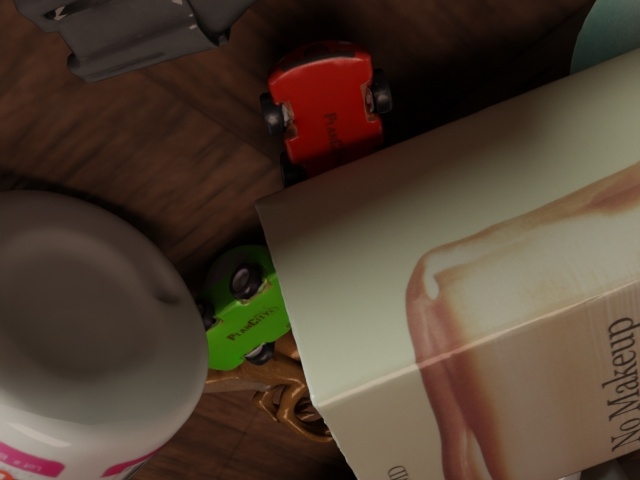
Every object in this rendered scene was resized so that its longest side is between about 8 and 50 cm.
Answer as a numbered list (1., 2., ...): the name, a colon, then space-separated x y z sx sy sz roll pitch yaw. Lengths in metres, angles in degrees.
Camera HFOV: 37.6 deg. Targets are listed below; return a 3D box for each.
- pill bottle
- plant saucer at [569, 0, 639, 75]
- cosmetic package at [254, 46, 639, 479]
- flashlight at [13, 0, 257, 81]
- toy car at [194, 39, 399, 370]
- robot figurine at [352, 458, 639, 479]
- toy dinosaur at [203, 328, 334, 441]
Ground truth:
1. pill bottle: -0.202 0.115 0.544 0.160 0.160 0.283 20 130 -32
2. plant saucer: 0.233 -0.099 0.501 0.195 0.037 0.195 -8 139 -6
3. cosmetic package: 0.138 0.014 0.456 0.296 0.129 0.153 -22 137 4
4. flashlight: 0.039 -0.144 0.365 0.304 0.103 0.103 -16 143 12
5. toy car: 0.000 0.000 0.545 0.225 0.053 0.239 -36 133 26
6. robot figurine: 0.142 0.277 0.783 0.353 0.200 0.300 -9 119 -4
7. toy dinosaur: -0.039 0.086 0.644 0.211 0.064 0.112 -21 112 5
